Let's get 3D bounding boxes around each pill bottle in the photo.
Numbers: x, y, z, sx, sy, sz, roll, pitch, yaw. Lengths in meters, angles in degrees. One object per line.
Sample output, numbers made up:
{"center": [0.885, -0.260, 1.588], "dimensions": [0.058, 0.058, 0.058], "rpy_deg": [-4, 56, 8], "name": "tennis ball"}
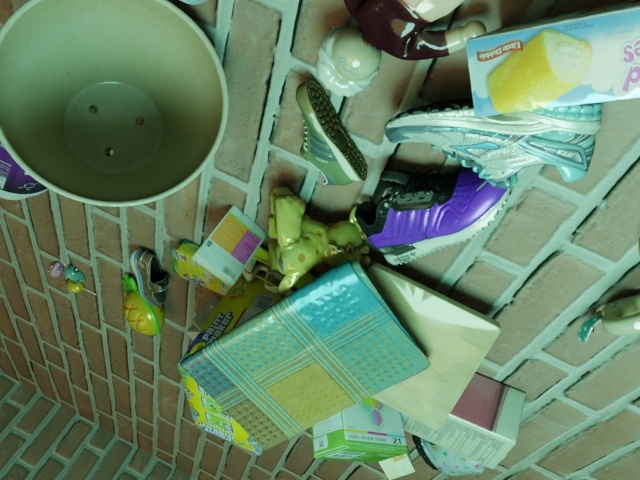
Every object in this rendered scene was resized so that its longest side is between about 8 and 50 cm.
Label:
{"center": [-0.597, -0.205, 1.180], "dimensions": [0.181, 0.181, 0.323], "rpy_deg": [41, 140, -12], "name": "pill bottle"}

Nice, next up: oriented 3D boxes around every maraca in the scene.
{"center": [-0.487, 0.175, 1.584], "dimensions": [0.185, 0.099, 0.127], "rpy_deg": [58, 143, 6], "name": "maraca"}

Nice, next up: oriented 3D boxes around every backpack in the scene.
{"center": [0.324, 0.487, 1.389], "dimensions": [0.182, 0.115, 0.152], "rpy_deg": [-23, 115, 41], "name": "backpack"}

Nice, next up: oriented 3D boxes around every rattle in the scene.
{"center": [0.458, 0.079, 0.917], "dimensions": [0.142, 0.130, 0.200], "rpy_deg": [47, 166, -3], "name": "rattle"}

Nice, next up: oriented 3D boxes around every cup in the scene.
{"center": [-0.336, -0.207, 0.952], "dimensions": [0.331, 0.331, 0.237], "rpy_deg": [42, 165, -13], "name": "cup"}

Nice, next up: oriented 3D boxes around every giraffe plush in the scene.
{"center": [0.000, 0.000, 1.063], "dimensions": [0.171, 0.210, 0.181], "rpy_deg": [-3, 124, -12], "name": "giraffe plush"}

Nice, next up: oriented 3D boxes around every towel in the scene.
{"center": [-0.024, 0.216, 1.056], "dimensions": [0.370, 0.040, 0.271], "rpy_deg": [-31, 114, 12], "name": "towel"}

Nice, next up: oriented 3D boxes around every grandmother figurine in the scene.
{"center": [0.105, -0.301, 0.713], "dimensions": [0.208, 0.104, 0.342], "rpy_deg": [48, 136, -4], "name": "grandmother figurine"}

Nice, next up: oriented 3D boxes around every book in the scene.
{"center": [-0.178, 0.011, 1.176], "dimensions": [0.096, 0.144, 0.035], "rpy_deg": [38, 140, -9], "name": "book"}

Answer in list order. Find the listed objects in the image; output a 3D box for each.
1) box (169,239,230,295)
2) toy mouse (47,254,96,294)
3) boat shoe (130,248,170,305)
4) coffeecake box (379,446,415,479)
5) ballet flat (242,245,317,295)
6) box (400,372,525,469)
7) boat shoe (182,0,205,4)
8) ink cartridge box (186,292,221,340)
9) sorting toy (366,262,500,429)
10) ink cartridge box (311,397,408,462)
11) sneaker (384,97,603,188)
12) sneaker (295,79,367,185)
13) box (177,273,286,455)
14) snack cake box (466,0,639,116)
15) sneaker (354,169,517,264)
{"center": [-0.267, 0.066, 1.371], "dimensions": [0.179, 0.043, 0.105], "rpy_deg": [21, 140, 8], "name": "box"}
{"center": [-0.744, 0.099, 1.708], "dimensions": [0.161, 0.031, 0.143], "rpy_deg": [19, 139, 14], "name": "toy mouse"}
{"center": [-0.422, 0.102, 1.485], "dimensions": [0.066, 0.066, 0.183], "rpy_deg": [8, 136, 23], "name": "boat shoe"}
{"center": [0.152, 0.443, 1.389], "dimensions": [0.068, 0.185, 0.142], "rpy_deg": [-22, 124, 6], "name": "coffeecake box"}
{"center": [-0.117, 0.064, 1.246], "dimensions": [0.231, 0.077, 0.077], "rpy_deg": [26, 141, 6], "name": "ballet flat"}
{"center": [0.299, 0.367, 1.268], "dimensions": [0.233, 0.126, 0.148], "rpy_deg": [21, 140, 11], "name": "box"}
{"center": [-0.174, -0.459, 0.732], "dimensions": [0.094, 0.109, 0.302], "rpy_deg": [31, 134, 24], "name": "boat shoe"}
{"center": [-0.267, 0.230, 1.494], "dimensions": [0.060, 0.104, 0.180], "rpy_deg": [-7, 127, 38], "name": "ink cartridge box"}
{"center": [0.172, 0.194, 1.136], "dimensions": [0.257, 0.089, 0.255], "rpy_deg": [26, 114, 7], "name": "sorting toy"}
{"center": [0.069, 0.324, 1.237], "dimensions": [0.189, 0.255, 0.097], "rpy_deg": [21, 139, -39], "name": "ink cartridge box"}
{"center": [0.219, -0.127, 0.785], "dimensions": [0.283, 0.110, 0.122], "rpy_deg": [5, 110, 29], "name": "sneaker"}
{"center": [-0.005, -0.162, 0.949], "dimensions": [0.086, 0.064, 0.192], "rpy_deg": [-13, 127, 34], "name": "sneaker"}
{"center": [-0.150, 0.267, 1.314], "dimensions": [0.177, 0.290, 0.279], "rpy_deg": [18, 138, 15], "name": "box"}
{"center": [0.310, -0.205, 0.629], "dimensions": [0.265, 0.152, 0.089], "rpy_deg": [-1, 111, 33], "name": "snack cake box"}
{"center": [0.159, -0.062, 0.924], "dimensions": [0.146, 0.102, 0.293], "rpy_deg": [43, 139, -14], "name": "sneaker"}
